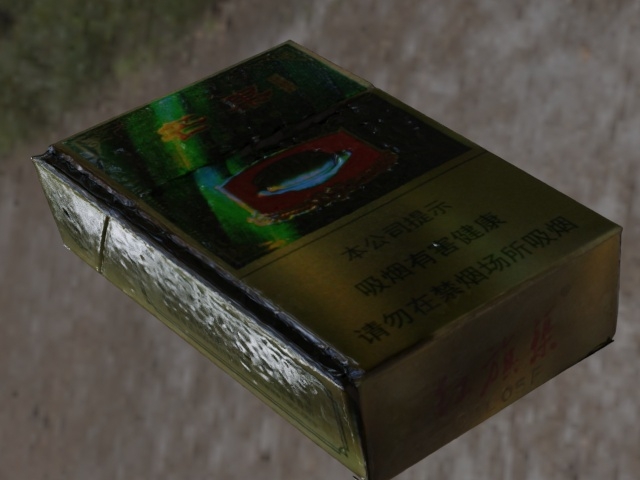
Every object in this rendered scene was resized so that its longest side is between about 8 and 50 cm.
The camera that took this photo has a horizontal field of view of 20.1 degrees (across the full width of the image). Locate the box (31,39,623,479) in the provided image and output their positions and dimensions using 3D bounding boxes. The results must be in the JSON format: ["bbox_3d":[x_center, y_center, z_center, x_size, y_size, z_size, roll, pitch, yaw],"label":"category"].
[{"bbox_3d":[0.000,0.000,0.833,0.240,0.159,0.071,33,142,40],"label":"box"}]
